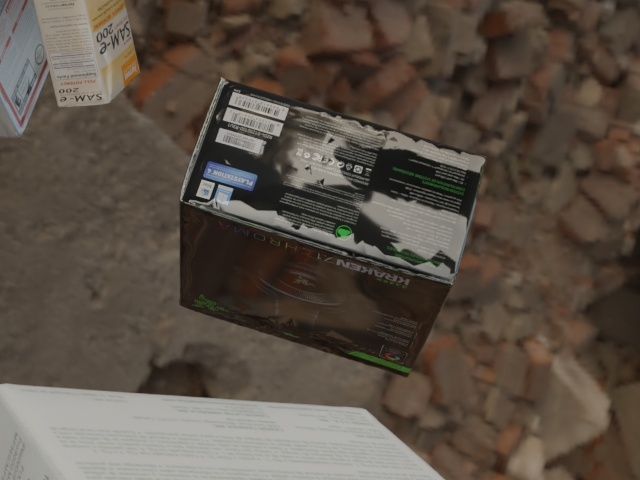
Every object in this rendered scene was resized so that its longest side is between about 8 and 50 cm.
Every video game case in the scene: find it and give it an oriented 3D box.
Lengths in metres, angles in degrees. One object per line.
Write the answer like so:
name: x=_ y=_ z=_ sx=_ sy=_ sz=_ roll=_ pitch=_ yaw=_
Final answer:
video game case: x=-0.295 y=-0.260 z=1.306 sx=0.285 sy=0.025 sz=0.204 roll=72 pitch=24 yaw=-47

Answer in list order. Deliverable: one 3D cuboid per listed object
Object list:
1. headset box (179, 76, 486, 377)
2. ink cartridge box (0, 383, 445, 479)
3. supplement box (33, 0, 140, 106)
headset box: x=0.000 y=0.000 z=1.380 sx=0.283 sy=0.246 sz=0.131 roll=105 pitch=3 yaw=-67
ink cartridge box: x=-0.011 y=0.215 z=0.913 sx=0.308 sy=0.385 sz=0.091 roll=9 pitch=107 yaw=-34
supplement box: x=-0.146 y=-0.139 z=0.913 sx=0.062 sy=0.036 sz=0.098 roll=-63 pitch=147 yaw=-62
